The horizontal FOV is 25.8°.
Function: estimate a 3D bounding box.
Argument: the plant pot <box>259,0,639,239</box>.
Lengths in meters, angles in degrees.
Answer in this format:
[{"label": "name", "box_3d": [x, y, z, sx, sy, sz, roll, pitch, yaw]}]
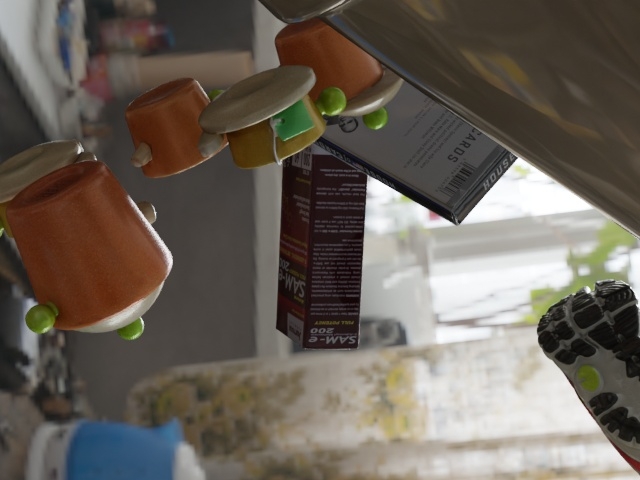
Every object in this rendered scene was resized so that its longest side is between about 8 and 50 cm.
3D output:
[{"label": "plant pot", "box_3d": [0.154, -0.131, 0.524, 0.280, 0.323, 0.323, 47, 18, -13]}]

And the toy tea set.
[{"label": "toy tea set", "box_3d": [-0.081, -0.042, 1.000, 0.124, 0.336, 0.200, 65, -5, -21]}]

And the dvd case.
[{"label": "dvd case", "box_3d": [0.081, -0.132, 1.186, 0.179, 0.239, 0.029, -48, 145, -14]}]

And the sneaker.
[{"label": "sneaker", "box_3d": [0.287, 0.142, 1.336, 0.118, 0.107, 0.279, 60, 10, -29]}]

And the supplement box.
[{"label": "supplement box", "box_3d": [0.000, 0.000, 1.651, 0.130, 0.073, 0.239, -157, -112, -71]}]
